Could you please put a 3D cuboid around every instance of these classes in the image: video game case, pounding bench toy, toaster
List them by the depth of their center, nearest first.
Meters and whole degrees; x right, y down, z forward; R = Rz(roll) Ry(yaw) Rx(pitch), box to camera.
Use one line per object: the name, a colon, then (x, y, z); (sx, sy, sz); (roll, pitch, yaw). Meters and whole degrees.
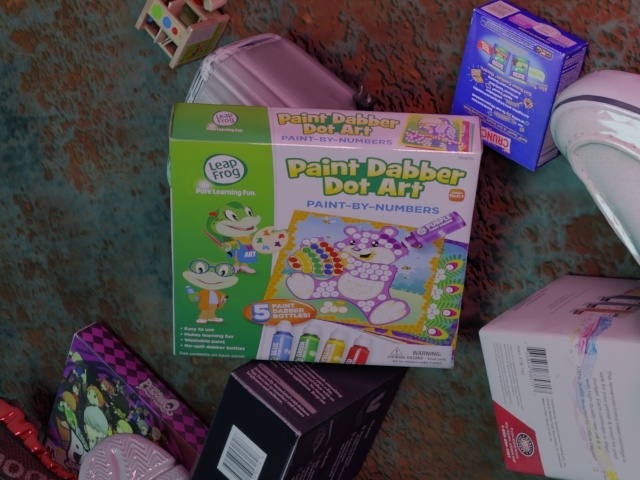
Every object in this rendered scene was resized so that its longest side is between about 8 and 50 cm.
toaster: (-0.043, -0.079, 1.583); (0.146, 0.129, 0.227); (43, 136, 23)
pounding bench toy: (-0.123, -0.214, 1.650); (0.065, 0.052, 0.083); (49, 134, 16)
video game case: (-0.200, 0.236, 1.941); (0.232, 0.042, 0.210); (42, 133, 22)

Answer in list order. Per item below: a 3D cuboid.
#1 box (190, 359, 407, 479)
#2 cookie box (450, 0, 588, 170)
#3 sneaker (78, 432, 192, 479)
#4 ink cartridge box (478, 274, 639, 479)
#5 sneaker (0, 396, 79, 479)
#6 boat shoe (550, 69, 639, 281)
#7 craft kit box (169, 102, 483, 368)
box: (-0.021, 0.171, 1.656); (0.093, 0.158, 0.156); (40, 131, 22)
cookie box: (0.156, -0.125, 1.435); (0.092, 0.040, 0.107); (33, 128, 29)
sneaker: (-0.130, 0.346, 1.828); (0.321, 0.124, 0.180); (54, 174, 17)
ink cartridge box: (0.238, 0.110, 1.403); (0.176, 0.127, 0.128); (4, 112, 43)
sneaker: (-0.313, 0.289, 1.948); (0.276, 0.135, 0.097); (39, 133, 22)
boat shoe: (0.283, 0.042, 1.257); (0.367, 0.156, 0.136); (42, 154, 4)
craft kit box: (0.000, 0.000, 1.499); (0.250, 0.061, 0.246); (2, 129, 0)
